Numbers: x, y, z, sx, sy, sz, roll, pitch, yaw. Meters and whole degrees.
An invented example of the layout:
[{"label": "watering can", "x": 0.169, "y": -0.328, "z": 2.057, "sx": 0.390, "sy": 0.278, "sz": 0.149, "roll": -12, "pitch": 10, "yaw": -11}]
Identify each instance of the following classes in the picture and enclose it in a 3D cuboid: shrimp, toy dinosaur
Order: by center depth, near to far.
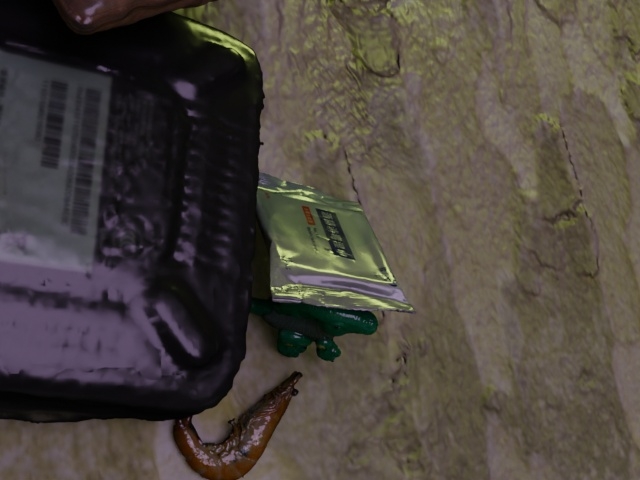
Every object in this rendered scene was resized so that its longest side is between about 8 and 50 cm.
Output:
[{"label": "shrimp", "x": -0.069, "y": 0.147, "z": 0.686, "sx": 0.127, "sy": 0.025, "sz": 0.091, "roll": -41, "pitch": 99, "yaw": -27}, {"label": "toy dinosaur", "x": -0.015, "y": 0.065, "z": 0.688, "sx": 0.133, "sy": 0.096, "sz": 0.059, "roll": 13, "pitch": 69, "yaw": 6}]

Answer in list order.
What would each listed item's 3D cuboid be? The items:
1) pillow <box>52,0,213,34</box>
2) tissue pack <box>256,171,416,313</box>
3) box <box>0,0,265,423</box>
[{"label": "pillow", "x": -0.155, "y": -0.258, "z": 0.645, "sx": 0.223, "sy": 0.084, "sz": 0.236, "roll": -23, "pitch": 58, "yaw": -35}, {"label": "tissue pack", "x": 0.000, "y": 0.000, "z": 0.694, "sx": 0.123, "sy": 0.026, "sz": 0.193, "roll": 9, "pitch": 31, "yaw": -20}, {"label": "box", "x": -0.215, "y": -0.045, "z": 0.604, "sx": 0.351, "sy": 0.091, "sz": 0.359, "roll": 11, "pitch": 68, "yaw": -26}]
